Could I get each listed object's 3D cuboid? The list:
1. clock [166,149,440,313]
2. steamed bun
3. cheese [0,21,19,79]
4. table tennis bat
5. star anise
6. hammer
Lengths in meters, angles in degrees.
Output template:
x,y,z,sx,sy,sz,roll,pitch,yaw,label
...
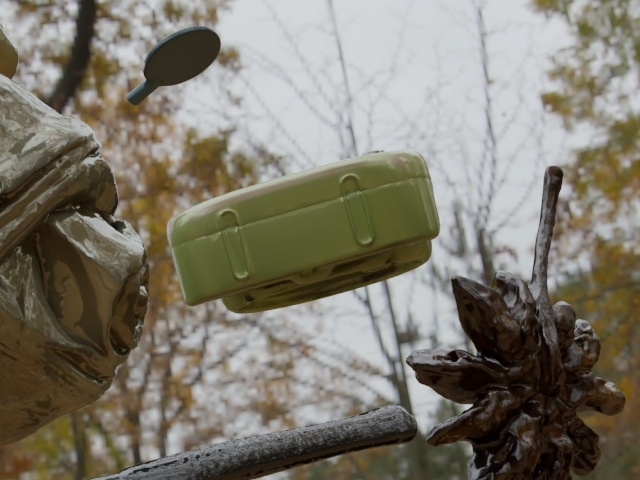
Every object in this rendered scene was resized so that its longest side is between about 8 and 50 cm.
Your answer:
x,y,z,sx,sy,sz,roll,pitch,yaw,label
0.000,0.000,1.294,0.235,0.096,0.308,-17,-7,6,clock
-0.173,0.019,0.846,0.144,0.218,0.211,7,-32,5,steamed bun
-0.441,-0.169,1.366,0.263,0.159,0.093,-35,-13,-10,cheese
-0.198,-0.231,1.841,0.155,0.019,0.100,-38,-27,22,table tennis bat
0.129,0.069,0.927,0.177,0.234,0.073,-8,-11,-38,star anise
-0.065,0.104,0.585,0.246,0.029,0.103,-8,22,-24,hammer
